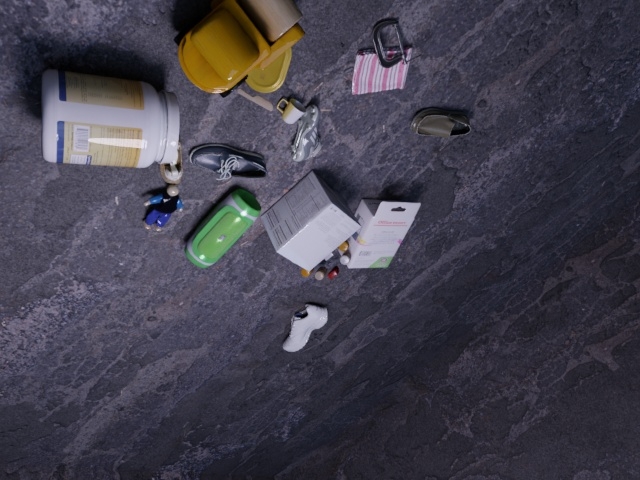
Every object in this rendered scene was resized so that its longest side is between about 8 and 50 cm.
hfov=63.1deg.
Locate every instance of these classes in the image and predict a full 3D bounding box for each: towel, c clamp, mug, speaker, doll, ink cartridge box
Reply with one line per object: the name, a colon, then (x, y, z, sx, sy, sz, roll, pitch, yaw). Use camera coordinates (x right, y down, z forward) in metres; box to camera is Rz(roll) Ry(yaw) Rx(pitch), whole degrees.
towel: (0.198, -0.542, 1.671, 0.197, 0.029, 0.144, -12, 137, -18)
c clamp: (0.227, -0.606, 1.606, 0.137, 0.022, 0.161, -33, 126, -2)
mug: (-0.093, -0.407, 1.639, 0.064, 0.078, 0.062, -45, 170, 31)
speaker: (-0.341, -0.040, 1.813, 0.296, 0.131, 0.131, -44, 136, 18)
doll: (-0.513, -0.109, 1.692, 0.129, 0.046, 0.189, 14, 132, -39)
ink cartridge box: (0.236, -0.052, 2.119, 0.207, 0.119, 0.354, 1, 132, -28)

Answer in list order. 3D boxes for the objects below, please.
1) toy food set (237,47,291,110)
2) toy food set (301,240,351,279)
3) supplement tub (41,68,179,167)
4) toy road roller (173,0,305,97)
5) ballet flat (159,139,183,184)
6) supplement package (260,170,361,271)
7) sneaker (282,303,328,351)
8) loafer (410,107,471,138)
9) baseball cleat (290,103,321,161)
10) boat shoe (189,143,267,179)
toy food set: (-0.155, -0.501, 1.498, 0.128, 0.071, 0.218, 21, 119, -5)
toy food set: (0.041, 0.084, 2.131, 0.232, 0.111, 0.104, -40, -178, 18)
supplement tub: (-0.545, -0.306, 1.352, 0.316, 0.228, 0.228, 0, 131, -29)
toy road roller: (-0.200, -0.507, 1.293, 0.329, 0.240, 0.202, -39, 112, 6)
ballet flat: (-0.455, -0.239, 1.592, 0.073, 0.067, 0.206, -14, 138, -19)
supplement package: (-0.037, -0.068, 1.894, 0.262, 0.198, 0.199, -41, 138, 13)
sneaker: (-0.093, 0.399, 2.430, 0.129, 0.111, 0.297, 28, 111, -27)
loafer: (0.442, -0.419, 1.883, 0.251, 0.087, 0.094, -9, 135, -21)
baseball cleat: (-0.032, -0.355, 1.720, 0.109, 0.072, 0.206, -11, 140, -42)
boat shoe: (-0.289, -0.241, 1.671, 0.254, 0.079, 0.095, 8, 128, -34)
